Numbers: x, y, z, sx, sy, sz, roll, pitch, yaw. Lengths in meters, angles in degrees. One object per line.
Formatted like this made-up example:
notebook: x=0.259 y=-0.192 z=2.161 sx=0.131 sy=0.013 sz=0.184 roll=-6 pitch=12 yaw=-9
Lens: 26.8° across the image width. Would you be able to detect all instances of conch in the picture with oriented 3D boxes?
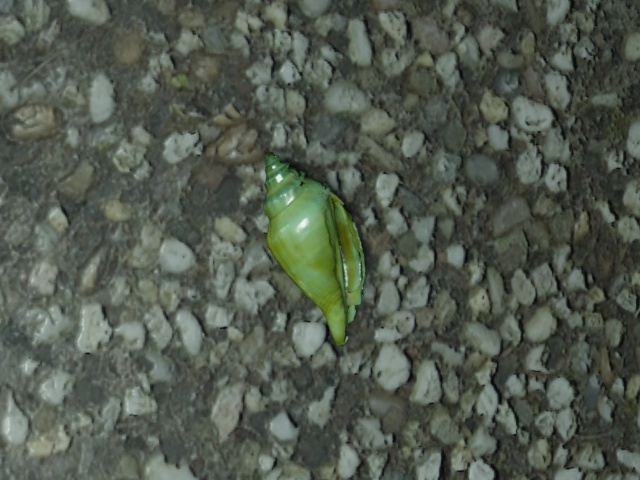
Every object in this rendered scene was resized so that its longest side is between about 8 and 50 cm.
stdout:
conch: x=-0.004 y=-0.001 z=1.347 sx=0.095 sy=0.079 sz=0.201 roll=-47 pitch=122 yaw=-31
